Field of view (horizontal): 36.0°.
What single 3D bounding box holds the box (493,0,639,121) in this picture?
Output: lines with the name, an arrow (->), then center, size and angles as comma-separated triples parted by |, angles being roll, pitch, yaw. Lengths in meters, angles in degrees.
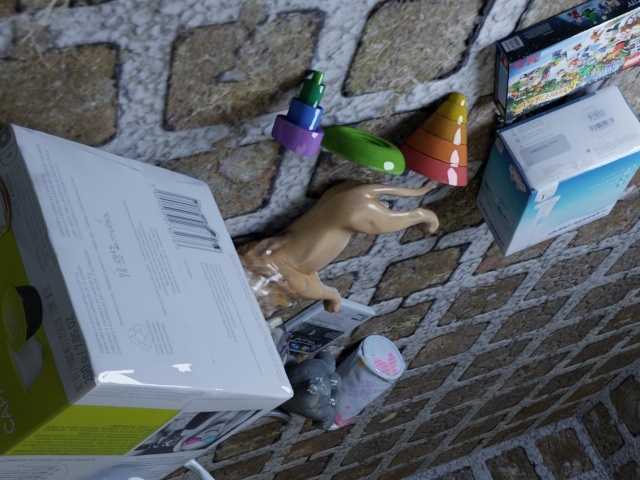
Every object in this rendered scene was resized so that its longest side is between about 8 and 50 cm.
box -> 0.366, -0.272, 1.426 | 0.233, 0.044, 0.159 | -24, 155, -2

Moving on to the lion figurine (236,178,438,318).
lion figurine -> 0.000, 0.000, 1.558 | 0.392, 0.142, 0.240 | -47, 142, 12

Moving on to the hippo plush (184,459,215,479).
hippo plush -> -0.350, 0.323, 1.724 | 0.237, 0.234, 0.294 | -20, 147, -8

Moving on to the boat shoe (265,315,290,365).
boat shoe -> -0.101, 0.195, 1.758 | 0.103, 0.092, 0.285 | -29, 176, -2

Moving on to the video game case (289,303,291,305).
video game case -> -0.156, 0.155, 1.746 | 0.201, 0.023, 0.183 | -28, 175, 6

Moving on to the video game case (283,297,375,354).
video game case -> 0.000, 0.172, 1.992 | 0.173, 0.022, 0.190 | -34, 154, 18

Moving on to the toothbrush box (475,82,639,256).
toothbrush box -> 0.399, -0.109, 1.657 | 0.216, 0.126, 0.295 | -22, 159, -6

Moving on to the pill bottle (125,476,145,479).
pill bottle -> -0.286, 0.363, 1.213 | 0.184, 0.103, 0.103 | -32, 155, 20

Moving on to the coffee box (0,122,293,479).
coffee box -> -0.308, 0.116, 1.222 | 0.334, 0.337, 0.338 | -36, 154, 24

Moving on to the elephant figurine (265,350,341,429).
elephant figurine -> -0.087, 0.315, 2.041 | 0.240, 0.169, 0.186 | -2, 124, 16

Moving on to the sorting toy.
sorting toy -> 0.093, -0.166, 1.359 | 0.366, 0.127, 0.126 | 6, 112, -44

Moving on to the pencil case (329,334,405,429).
pencil case -> 0.073, 0.326, 2.253 | 0.124, 0.113, 0.273 | 31, 130, -16

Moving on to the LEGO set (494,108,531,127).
LEGO set -> 0.304, -0.193, 1.550 | 0.083, 0.023, 0.054 | -9, 151, -31
